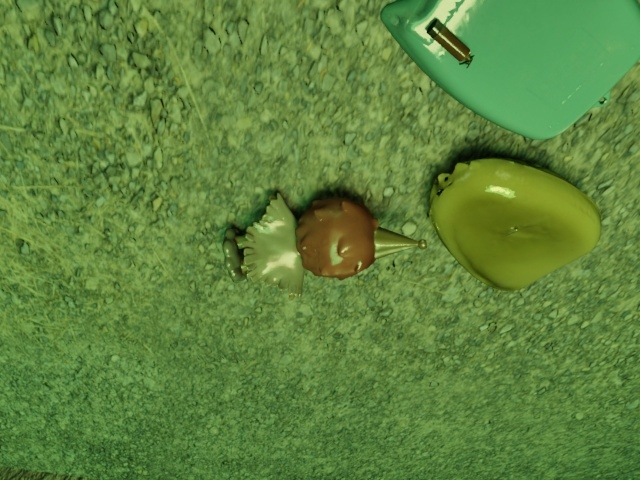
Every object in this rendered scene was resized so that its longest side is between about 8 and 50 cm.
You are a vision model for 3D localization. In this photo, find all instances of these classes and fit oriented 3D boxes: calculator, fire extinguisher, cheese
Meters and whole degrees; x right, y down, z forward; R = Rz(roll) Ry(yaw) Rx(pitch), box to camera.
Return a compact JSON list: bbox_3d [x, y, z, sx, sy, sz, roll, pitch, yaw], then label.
[{"bbox_3d":[0.300,-0.303,0.661,0.386,0.054,0.256,26,124,-20],"label":"calculator"},{"bbox_3d":[0.186,-0.276,0.635,0.083,0.022,0.028,32,161,-19],"label":"fire extinguisher"},{"bbox_3d":[0.339,-0.039,0.822,0.315,0.128,0.259,37,122,-23],"label":"cheese"}]

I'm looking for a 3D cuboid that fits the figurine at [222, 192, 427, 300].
[{"bbox_3d":[0.000,0.000,0.847,0.386,0.166,0.207,-10,91,16],"label":"figurine"}]
